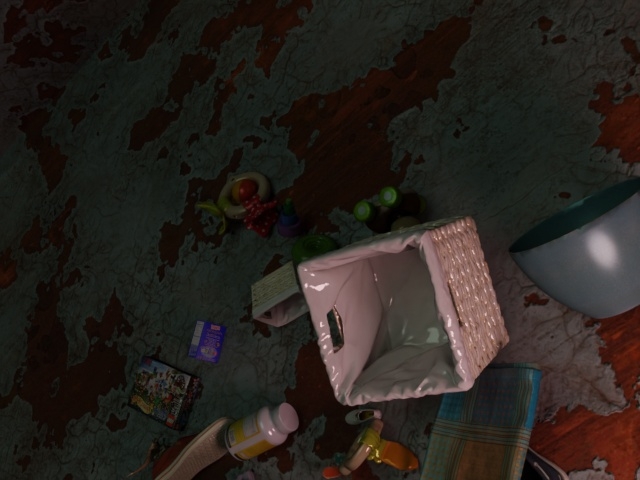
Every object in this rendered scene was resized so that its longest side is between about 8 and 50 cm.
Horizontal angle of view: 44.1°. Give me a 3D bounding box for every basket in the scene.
[{"bbox_3d":[0.179,0.142,1.686,0.331,0.266,0.328,-15,93,35],"label":"basket"},{"bbox_3d":[-0.093,0.140,2.082,0.167,0.113,0.103,-32,53,26],"label":"basket"}]

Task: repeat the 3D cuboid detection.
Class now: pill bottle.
[{"bbox_3d":[-0.147,0.480,2.003,0.184,0.103,0.103,-32,56,27],"label":"pill bottle"}]

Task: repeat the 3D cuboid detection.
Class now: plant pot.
[{"bbox_3d":[0.537,0.034,1.519,0.290,0.290,0.195,-29,92,28],"label":"plant pot"}]

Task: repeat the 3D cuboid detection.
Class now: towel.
[{"bbox_3d":[0.308,0.421,1.597,0.271,0.040,0.370,-14,53,56],"label":"towel"}]

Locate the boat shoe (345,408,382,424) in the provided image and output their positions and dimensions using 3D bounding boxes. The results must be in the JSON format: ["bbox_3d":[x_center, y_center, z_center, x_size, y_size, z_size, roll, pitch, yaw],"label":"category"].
[{"bbox_3d":[0.095,0.415,1.871,0.100,0.035,0.035,-14,65,35],"label":"boat shoe"}]

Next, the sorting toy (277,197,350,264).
[{"bbox_3d":[0.000,0.000,2.017,0.365,0.127,0.126,42,145,41],"label":"sorting toy"}]

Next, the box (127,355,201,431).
[{"bbox_3d":[-0.461,0.445,2.318,0.233,0.044,0.159,12,81,42],"label":"box"}]

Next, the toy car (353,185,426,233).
[{"bbox_3d":[0.191,-0.018,1.892,0.149,0.155,0.188,-29,69,28],"label":"toy car"}]

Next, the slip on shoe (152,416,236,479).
[{"bbox_3d":[-0.348,0.565,2.136,0.331,0.123,0.101,-44,47,25],"label":"slip on shoe"}]

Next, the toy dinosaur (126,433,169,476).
[{"bbox_3d":[-0.471,0.603,2.219,0.053,0.183,0.093,36,110,-1],"label":"toy dinosaur"}]

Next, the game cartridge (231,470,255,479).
[{"bbox_3d":[-0.248,0.750,2.021,0.294,0.060,0.196,-41,49,21],"label":"game cartridge"}]

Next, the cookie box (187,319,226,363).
[{"bbox_3d":[-0.319,0.285,2.230,0.040,0.092,0.107,6,77,38],"label":"cookie box"}]

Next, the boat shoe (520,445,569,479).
[{"bbox_3d":[0.376,0.447,1.595,0.254,0.079,0.095,32,102,44],"label":"boat shoe"}]

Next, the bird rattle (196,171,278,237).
[{"bbox_3d":[-0.224,-0.119,2.288,0.253,0.143,0.207,-7,53,35],"label":"bird rattle"}]

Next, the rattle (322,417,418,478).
[{"bbox_3d":[0.113,0.514,1.824,0.200,0.142,0.130,-58,13,27],"label":"rattle"}]
